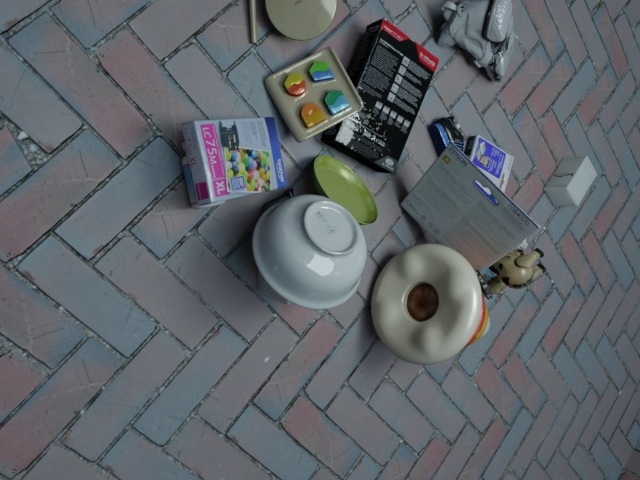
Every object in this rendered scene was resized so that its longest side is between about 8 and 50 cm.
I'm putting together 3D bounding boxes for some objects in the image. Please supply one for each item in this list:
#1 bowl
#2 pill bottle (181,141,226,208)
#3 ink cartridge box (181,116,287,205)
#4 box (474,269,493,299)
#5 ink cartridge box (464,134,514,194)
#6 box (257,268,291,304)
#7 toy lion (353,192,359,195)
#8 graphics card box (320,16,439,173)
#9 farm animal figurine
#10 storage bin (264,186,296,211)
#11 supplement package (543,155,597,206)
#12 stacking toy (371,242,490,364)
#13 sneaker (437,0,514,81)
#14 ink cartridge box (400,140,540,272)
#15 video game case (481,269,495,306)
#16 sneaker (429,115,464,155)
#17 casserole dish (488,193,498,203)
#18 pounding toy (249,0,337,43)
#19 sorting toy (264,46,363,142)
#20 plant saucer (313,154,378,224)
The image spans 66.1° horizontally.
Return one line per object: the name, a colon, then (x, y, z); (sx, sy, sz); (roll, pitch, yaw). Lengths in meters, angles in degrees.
bowl: (0.000, 0.000, 1.153); (0.297, 0.134, 0.298); (15, 55, -22)
pill bottle: (-0.286, -0.162, 1.192); (0.087, 0.087, 0.160); (-17, 102, -29)
ink cartridge box: (-0.184, -0.204, 1.207); (0.311, 0.065, 0.186); (-21, 104, -52)
box: (0.482, 0.132, 1.457); (0.018, 0.067, 0.083); (-30, 144, 8)
ink cartridge box: (0.577, -0.233, 1.724); (0.208, 0.045, 0.207); (20, 85, -30)
box: (-0.051, 0.084, 1.298); (0.180, 0.181, 0.119); (-4, 98, -30)
toy lion: (0.119, -0.106, 1.474); (0.100, 0.034, 0.096); (44, 65, -25)
graphics card box: (0.176, -0.407, 1.426); (0.232, 0.094, 0.371); (22, 88, -30)
farm animal figurine: (0.572, 0.071, 1.584); (0.172, 0.327, 0.331); (-32, 111, -5)
storage bin: (-0.091, -0.064, 1.323); (0.090, 0.098, 0.135); (-20, 106, 1)
supplement package: (0.980, -0.231, 1.931); (0.105, 0.105, 0.179); (47, 70, -25)
stacking toy: (0.419, 0.225, 1.561); (0.479, 0.350, 0.351); (21, 83, -47)
sneaker: (0.509, -0.656, 1.604); (0.366, 0.210, 0.138); (36, 73, -63)
ink cartridge box: (0.423, -0.086, 1.412); (0.071, 0.330, 0.324); (-36, 79, -31)
video game case: (0.577, 0.186, 1.776); (0.119, 0.015, 0.166); (37, 75, -27)
sneaker: (0.441, -0.294, 1.618); (0.090, 0.081, 0.233); (-31, 108, -18)
casserole dish: (0.534, -0.086, 1.691); (0.188, 0.037, 0.114); (-36, 123, -5)
pounding toy: (-0.078, -0.618, 1.288); (0.236, 0.110, 0.183); (-8, 111, -1)
sorting toy: (-0.016, -0.389, 1.303); (0.208, 0.038, 0.193); (-30, 93, -6)
plant saucer: (0.063, -0.132, 1.364); (0.240, 0.037, 0.241); (33, 34, -26)
